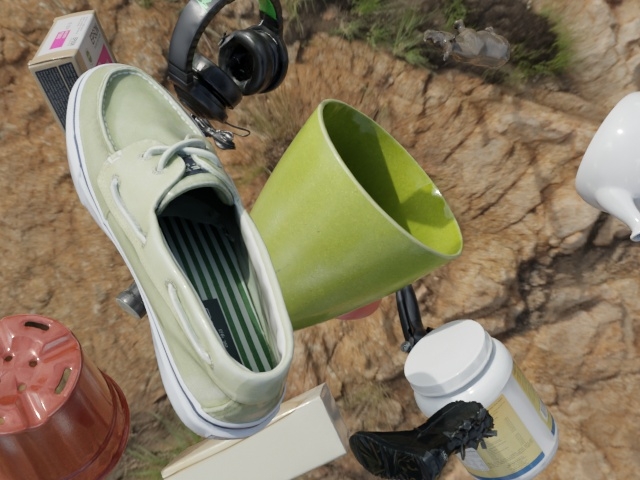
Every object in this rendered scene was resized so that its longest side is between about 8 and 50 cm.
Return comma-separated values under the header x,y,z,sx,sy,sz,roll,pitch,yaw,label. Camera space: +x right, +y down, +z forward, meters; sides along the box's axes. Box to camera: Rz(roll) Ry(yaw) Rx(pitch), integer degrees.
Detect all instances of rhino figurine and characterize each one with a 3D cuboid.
x,y,z,sx,sy,sz,roll,pitch,yaw,label
0.310,-0.417,1.389,0.243,0.073,0.106,-5,47,-36,rhino figurine

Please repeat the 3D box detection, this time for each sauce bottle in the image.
x,y,z,sx,sy,sz,roll,pitch,yaw,label
-0.308,0.026,1.450,0.111,0.111,0.344,38,66,-2,sauce bottle

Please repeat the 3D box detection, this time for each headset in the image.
x,y,z,sx,sy,sz,roll,pitch,yaw,label
-0.194,-0.326,1.247,0.185,0.394,0.243,37,58,20,headset

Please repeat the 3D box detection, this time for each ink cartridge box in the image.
x,y,z,sx,sy,sz,roll,pitch,yaw,label
-0.442,-0.297,1.230,0.088,0.235,0.193,-13,129,2,ink cartridge box

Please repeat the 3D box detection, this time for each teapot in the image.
x,y,z,sx,sy,sz,roll,pitch,yaw,label
0.624,-0.147,1.232,0.187,0.252,0.256,34,113,29,teapot

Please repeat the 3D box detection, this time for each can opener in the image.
x,y,z,sx,sy,sz,roll,pitch,yaw,label
0.168,0.152,1.184,0.073,0.186,0.059,15,125,-27,can opener

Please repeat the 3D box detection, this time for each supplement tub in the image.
x,y,z,sx,sy,sz,roll,pitch,yaw,label
0.219,0.222,0.896,0.144,0.144,0.200,-37,108,0,supplement tub

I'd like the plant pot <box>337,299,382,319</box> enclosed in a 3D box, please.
x,y,z,sx,sy,sz,roll,pitch,yaw,label
0.051,-0.009,1.389,0.274,0.275,0.243,24,120,-2,plant pot

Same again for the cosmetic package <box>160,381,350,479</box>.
x,y,z,sx,sy,sz,roll,pitch,yaw,label
-0.109,0.381,1.179,0.309,0.160,0.113,-27,85,2,cosmetic package

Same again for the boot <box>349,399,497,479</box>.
x,y,z,sx,sy,sz,roll,pitch,yaw,label
0.099,0.187,0.629,0.099,0.121,0.045,-25,100,-37,boot

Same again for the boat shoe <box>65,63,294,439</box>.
x,y,z,sx,sy,sz,roll,pitch,yaw,label
-0.090,-0.019,0.445,0.109,0.094,0.302,-13,63,-35,boat shoe

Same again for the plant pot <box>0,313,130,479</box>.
x,y,z,sx,sy,sz,roll,pitch,yaw,label
-0.478,0.274,1.095,0.272,0.265,0.273,3,54,-4,plant pot

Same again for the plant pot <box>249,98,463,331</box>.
x,y,z,sx,sy,sz,roll,pitch,yaw,label
0.000,0.000,0.934,0.293,0.275,0.275,-41,92,25,plant pot
